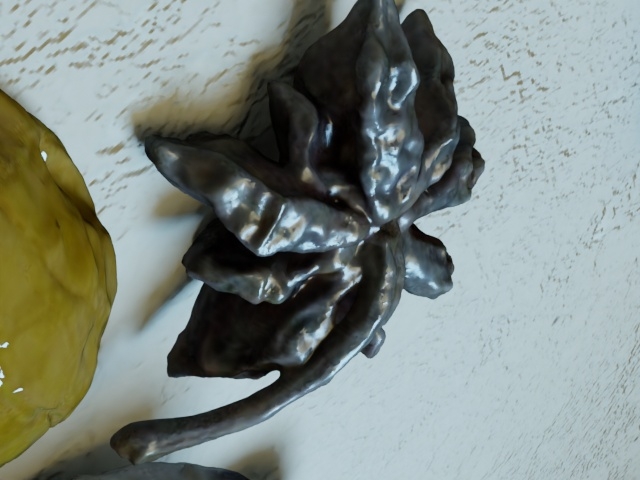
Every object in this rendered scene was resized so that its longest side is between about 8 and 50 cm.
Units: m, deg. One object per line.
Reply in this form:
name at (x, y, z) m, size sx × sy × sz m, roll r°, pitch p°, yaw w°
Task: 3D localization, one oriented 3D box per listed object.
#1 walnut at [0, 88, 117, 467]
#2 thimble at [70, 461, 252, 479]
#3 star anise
walnut at (-0.140, 0.033, 0.497) m, size 0.167 × 0.087 × 0.211 m, roll -43°, pitch 150°, yaw -5°
thimble at (-0.089, 0.226, 0.660) m, size 0.245 × 0.217 × 0.157 m, roll -39°, pitch 153°, yaw -47°
star anise at (0.000, 0.001, 0.652) m, size 0.209 × 0.089 × 0.231 m, roll 7°, pitch 107°, yaw -48°
